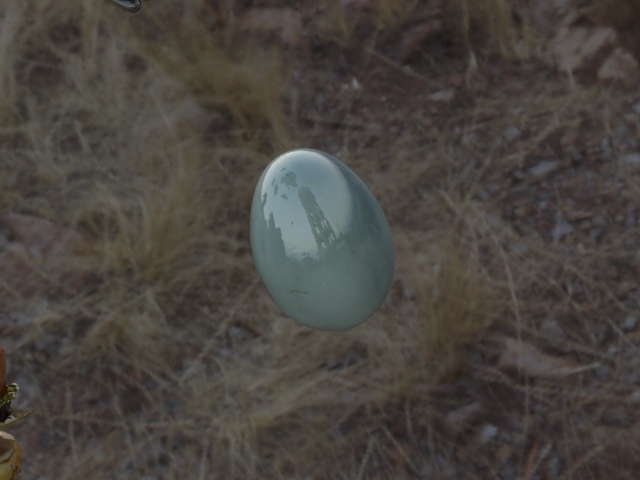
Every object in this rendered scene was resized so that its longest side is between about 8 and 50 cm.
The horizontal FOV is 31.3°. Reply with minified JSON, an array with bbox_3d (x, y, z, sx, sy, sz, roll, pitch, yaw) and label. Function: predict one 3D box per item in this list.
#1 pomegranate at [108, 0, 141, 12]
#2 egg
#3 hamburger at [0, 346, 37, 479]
[{"bbox_3d":[-0.263,-0.348,1.070,0.285,0.285,0.340,-35,79,-14],"label":"pomegranate"},{"bbox_3d":[0.000,0.000,1.483,0.183,0.264,0.183,-13,32,8],"label":"egg"},{"bbox_3d":[-0.485,0.234,1.329,0.291,0.225,0.291,-7,8,1],"label":"hamburger"}]
